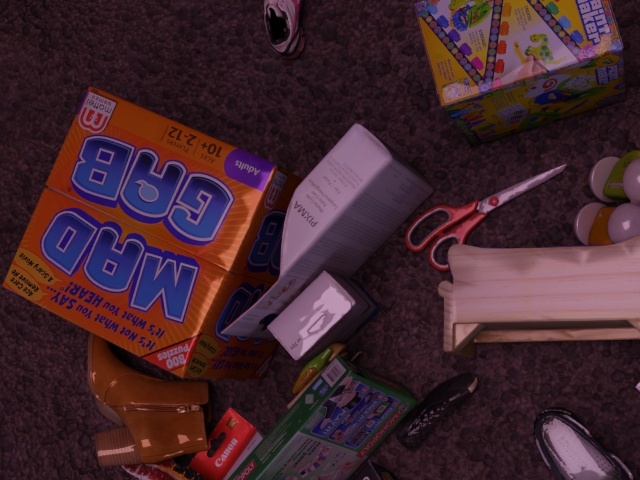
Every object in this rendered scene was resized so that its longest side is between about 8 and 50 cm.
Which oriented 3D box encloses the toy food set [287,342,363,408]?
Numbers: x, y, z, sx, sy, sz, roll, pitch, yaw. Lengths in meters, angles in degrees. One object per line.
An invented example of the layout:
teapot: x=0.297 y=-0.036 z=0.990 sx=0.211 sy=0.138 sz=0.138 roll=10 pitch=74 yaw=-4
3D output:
toy food set: x=-0.001 y=0.221 z=1.803 sx=0.132 sy=0.192 sz=0.038 roll=-45 pitch=78 yaw=9

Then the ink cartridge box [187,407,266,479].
ink cartridge box: x=-0.140 y=0.405 z=1.900 sx=0.179 sy=0.045 sz=0.145 roll=36 pitch=93 yaw=16

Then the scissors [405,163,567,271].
scissors: x=0.278 y=-0.066 z=1.846 sx=0.297 sy=0.021 sz=0.109 roll=-42 pitch=71 yaw=9

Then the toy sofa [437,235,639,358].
toy sofa: x=0.380 y=0.096 z=1.709 sx=0.363 sy=0.150 sz=0.177 roll=-4 pitch=79 yaw=22

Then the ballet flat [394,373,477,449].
ballet flat: x=0.199 y=0.287 z=1.817 sx=0.173 sy=0.057 sz=0.049 roll=-41 pitch=113 yaw=9

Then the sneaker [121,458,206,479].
sneaker: x=-0.284 y=0.429 z=1.915 sx=0.088 sy=0.092 sz=0.225 roll=-33 pitch=49 yaw=-28

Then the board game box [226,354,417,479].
board game box: x=-0.006 y=0.344 z=1.771 sx=0.317 sy=0.213 sz=0.046 roll=-49 pitch=51 yaw=8

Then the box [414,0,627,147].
box: x=0.331 y=-0.298 z=1.721 sx=0.279 sy=0.290 sz=0.177 roll=-16 pitch=78 yaw=14

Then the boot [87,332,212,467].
boot: x=-0.308 y=0.273 z=1.946 sx=0.211 sy=0.104 sz=0.295 roll=-10 pitch=52 yaw=-8

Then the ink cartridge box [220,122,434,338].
ink cartridge box: x=0.000 y=0.000 z=1.772 sx=0.385 sy=0.308 sz=0.091 roll=-45 pitch=73 yaw=8

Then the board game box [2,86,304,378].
board game box: x=-0.236 y=0.001 z=1.817 sx=0.357 sy=0.356 sz=0.356 roll=24 pitch=90 yaw=19

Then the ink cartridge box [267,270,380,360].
ink cartridge box: x=0.010 y=0.131 z=1.812 sx=0.139 sy=0.191 sz=0.082 roll=-44 pitch=73 yaw=7

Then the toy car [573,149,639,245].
toy car: x=0.506 y=-0.050 z=1.724 sx=0.136 sy=0.159 sz=0.182 roll=19 pitch=88 yaw=-16

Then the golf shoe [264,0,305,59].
golf shoe: x=-0.070 y=-0.431 z=1.969 sx=0.068 sy=0.086 sz=0.186 roll=-11 pitch=78 yaw=17

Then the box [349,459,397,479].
box: x=0.058 y=0.556 z=1.717 sx=0.293 sy=0.073 sz=0.295 roll=-50 pitch=37 yaw=11

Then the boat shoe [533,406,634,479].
boat shoe: x=0.444 y=0.396 z=1.696 sx=0.114 sy=0.091 sz=0.302 roll=-46 pitch=73 yaw=7

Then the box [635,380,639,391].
box: x=0.613 y=0.194 z=1.701 sx=0.114 sy=0.036 sz=0.207 roll=42 pitch=96 yaw=17
